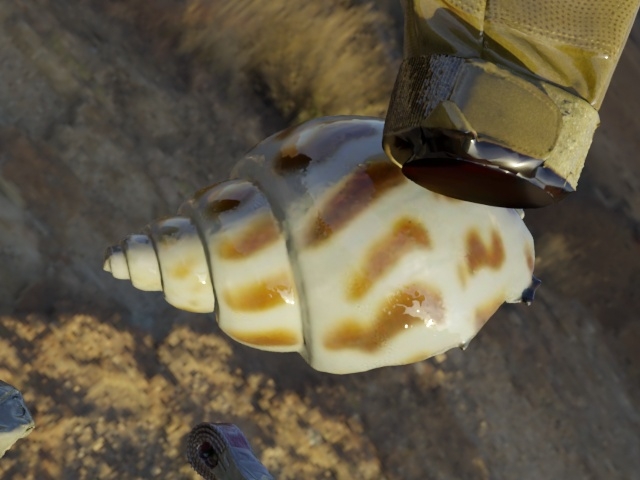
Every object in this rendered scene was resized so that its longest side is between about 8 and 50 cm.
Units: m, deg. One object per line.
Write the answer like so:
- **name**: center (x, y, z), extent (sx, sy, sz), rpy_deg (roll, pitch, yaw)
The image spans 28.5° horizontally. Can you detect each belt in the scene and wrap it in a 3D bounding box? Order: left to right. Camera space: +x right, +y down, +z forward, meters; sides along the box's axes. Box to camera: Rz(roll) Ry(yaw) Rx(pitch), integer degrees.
- **belt**: center (-0.067, 0.276, 1.373), extent (0.053, 0.071, 0.232), rpy_deg (5, 29, -46)

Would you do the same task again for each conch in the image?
- **conch**: center (0.000, 0.000, 0.856), extent (0.183, 0.275, 0.149), rpy_deg (-112, 177, -63)

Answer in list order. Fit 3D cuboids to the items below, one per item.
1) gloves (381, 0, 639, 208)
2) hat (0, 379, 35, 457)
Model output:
- **gloves**: center (0.112, -0.187, 0.734), extent (0.141, 0.154, 0.331), rpy_deg (15, 80, -45)
- **hat**: center (-0.371, 0.117, 1.091), extent (0.244, 0.214, 0.149), rpy_deg (67, 29, -13)
